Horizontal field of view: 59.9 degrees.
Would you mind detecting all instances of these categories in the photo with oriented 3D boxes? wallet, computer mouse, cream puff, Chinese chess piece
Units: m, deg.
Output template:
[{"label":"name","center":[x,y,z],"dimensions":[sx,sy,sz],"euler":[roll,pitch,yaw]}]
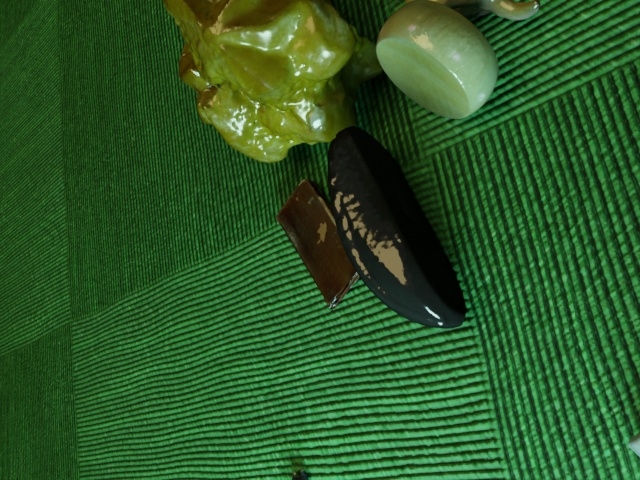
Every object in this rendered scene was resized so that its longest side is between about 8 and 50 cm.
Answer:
[{"label":"wallet","center":[0.000,0.000,0.796],"dimensions":[0.095,0.026,0.176],"euler":[-53,53,31]},{"label":"computer mouse","center":[0.074,-0.008,0.655],"dimensions":[0.086,0.137,0.270],"euler":[-33,65,24]},{"label":"cream puff","center":[-0.099,-0.260,0.760],"dimensions":[0.274,0.269,0.323],"euler":[-53,52,30]},{"label":"Chinese chess piece","center":[0.130,-0.202,0.626],"dimensions":[0.144,0.144,0.058],"euler":[34,84,39]}]

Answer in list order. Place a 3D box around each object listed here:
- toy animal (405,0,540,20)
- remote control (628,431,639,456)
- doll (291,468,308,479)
[{"label":"toy animal","center":[0.167,-0.358,0.636],"dimensions":[0.168,0.121,0.233],"euler":[1,88,31]},{"label":"remote control","center":[0.342,0.217,0.460],"dimensions":[0.162,0.029,0.061],"euler":[49,118,34]},{"label":"doll","center":[-0.018,0.382,0.766],"dimensions":[0.037,0.027,0.125],"euler":[-30,63,35]}]
